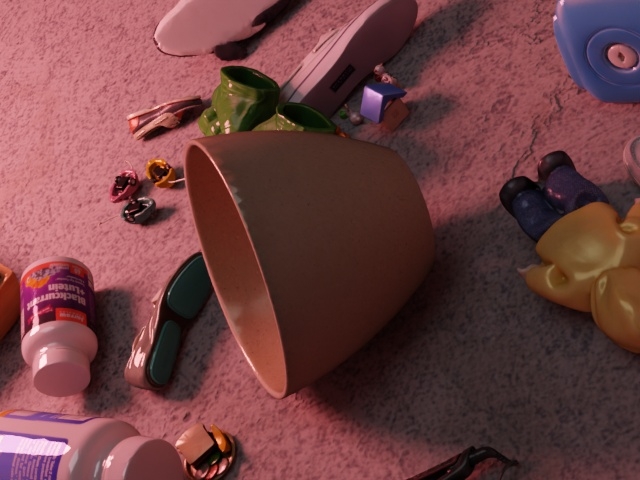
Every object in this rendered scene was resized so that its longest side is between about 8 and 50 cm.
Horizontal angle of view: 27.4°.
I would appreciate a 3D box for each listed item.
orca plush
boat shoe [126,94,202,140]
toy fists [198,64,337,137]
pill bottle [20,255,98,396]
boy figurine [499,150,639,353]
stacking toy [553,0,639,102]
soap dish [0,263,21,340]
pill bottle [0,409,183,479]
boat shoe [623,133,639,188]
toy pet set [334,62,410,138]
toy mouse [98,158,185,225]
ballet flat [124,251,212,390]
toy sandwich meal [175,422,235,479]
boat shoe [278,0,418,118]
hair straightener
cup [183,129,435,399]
[{"bbox_3d":[-0.141,-0.391,2.135,0.287,0.151,0.102,-43,12,3],"label":"orca plush"},{"bbox_3d":[-0.246,-0.198,2.099,0.137,0.049,0.043,-16,92,21],"label":"boat shoe"},{"bbox_3d":[-0.084,-0.139,1.869,0.279,0.096,0.142,38,124,45],"label":"toy fists"},{"bbox_3d":[-0.376,0.125,1.889,0.108,0.108,0.193,-28,46,15],"label":"pill bottle"},{"bbox_3d":[0.318,0.012,1.504,0.177,0.092,0.285,-36,45,6],"label":"boy figurine"},{"bbox_3d":[0.427,-0.327,1.666,0.166,0.175,0.301,2,47,38],"label":"stacking toy"},{"bbox_3d":[-0.607,0.109,2.057,0.291,0.118,0.229,23,73,43],"label":"soap dish"},{"bbox_3d":[-0.313,0.299,1.679,0.272,0.152,0.152,0,58,35],"label":"pill bottle"},{"bbox_3d":[0.423,-0.072,1.501,0.079,0.081,0.227,-42,44,0],"label":"boat shoe"},{"bbox_3d":[0.063,-0.197,1.863,0.122,0.065,0.114,-49,44,-6],"label":"toy pet set"},{"bbox_3d":[-0.285,-0.066,2.029,0.143,0.031,0.161,-48,44,-6],"label":"toy mouse"},{"bbox_3d":[-0.215,0.107,1.819,0.068,0.072,0.213,-1,57,40],"label":"ballet flat"},{"bbox_3d":[-0.147,0.270,1.672,0.086,0.029,0.085,-19,48,23],"label":"toy sandwich meal"},{"bbox_3d":[0.030,-0.276,1.927,0.258,0.095,0.084,-43,48,-3],"label":"boat shoe"},{"bbox_3d":[0.118,0.301,1.461,0.230,0.047,0.089,-26,46,10],"label":"hair straightener"},{"bbox_3d":[0.000,0.000,1.611,0.237,0.331,0.331,-19,42,-14],"label":"cup"}]
